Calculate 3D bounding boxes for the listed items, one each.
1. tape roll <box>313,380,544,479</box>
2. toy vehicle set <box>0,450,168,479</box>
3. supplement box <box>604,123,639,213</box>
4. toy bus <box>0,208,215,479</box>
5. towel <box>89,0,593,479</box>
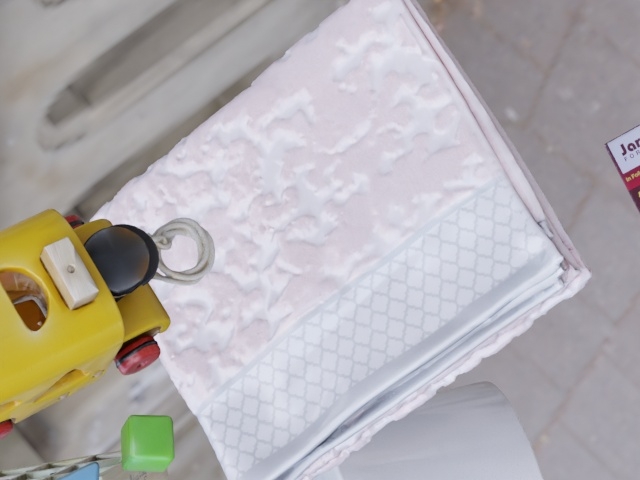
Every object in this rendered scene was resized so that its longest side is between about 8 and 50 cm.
[{"bbox_3d":[0.097,0.261,1.632,0.246,0.169,0.246,168,90,-80],"label":"tape roll"},{"bbox_3d":[-0.238,0.220,1.602,0.267,0.166,0.035,8,-108,-85],"label":"toy vehicle set"},{"bbox_3d":[0.364,-0.011,1.597,0.130,0.073,0.239,-30,83,27],"label":"supplement box"},{"bbox_3d":[-0.153,0.036,1.022,0.191,0.202,0.104,17,153,-12],"label":"toy bus"},{"bbox_3d":[0.000,0.000,1.426,0.053,0.332,0.317,32,-156,-57],"label":"towel"}]
